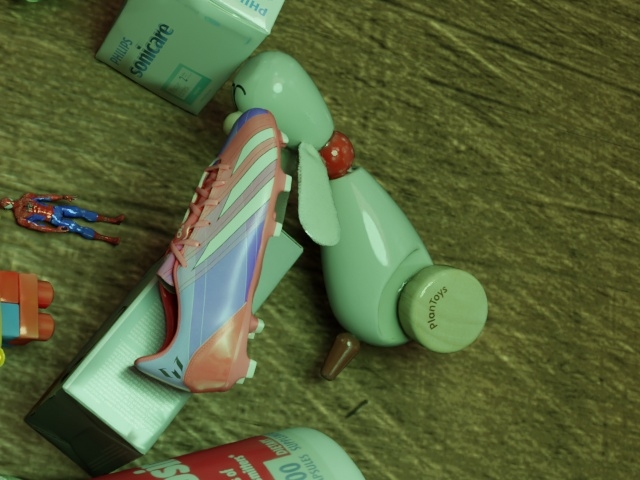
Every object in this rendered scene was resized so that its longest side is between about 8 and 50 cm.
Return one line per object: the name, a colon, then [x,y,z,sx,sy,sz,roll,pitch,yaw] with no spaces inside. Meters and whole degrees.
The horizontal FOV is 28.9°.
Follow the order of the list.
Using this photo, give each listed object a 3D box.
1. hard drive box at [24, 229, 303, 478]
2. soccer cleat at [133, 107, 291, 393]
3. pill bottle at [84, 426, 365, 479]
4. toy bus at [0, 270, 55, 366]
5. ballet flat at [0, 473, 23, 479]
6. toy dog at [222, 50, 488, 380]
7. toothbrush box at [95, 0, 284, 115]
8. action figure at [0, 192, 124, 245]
hard drive box: [-0.140,0.085,1.097,0.089,0.181,0.232,42,62,-7]
soccer cleat: [-0.085,0.000,1.003,0.095,0.083,0.248,12,72,-15]
pill bottle: [-0.160,0.302,0.996,0.408,0.229,0.229,-11,80,-27]
toy bus: [-0.333,0.026,1.057,0.211,0.149,0.220,4,71,-37]
ballet flat: [-0.313,0.219,1.050,0.168,0.052,0.057,11,70,-22]
toy dog: [0.000,0.000,1.176,0.161,0.220,0.333,-43,92,-15]
toothbrush box: [-0.084,-0.302,1.216,0.126,0.216,0.295,30,64,-14]
action figure: [-0.243,-0.023,1.169,0.115,0.030,0.038,12,75,-19]
